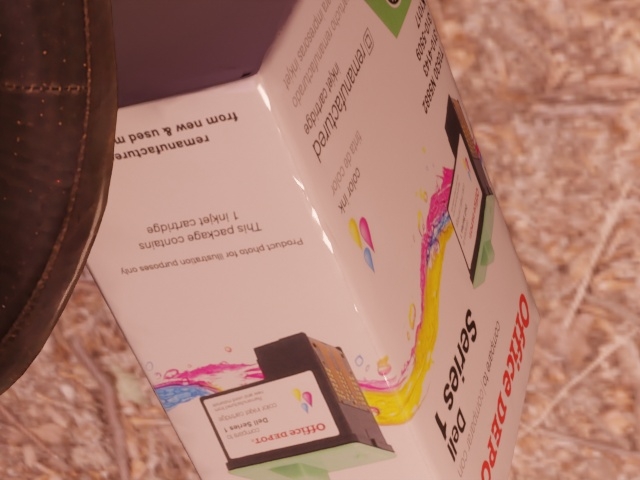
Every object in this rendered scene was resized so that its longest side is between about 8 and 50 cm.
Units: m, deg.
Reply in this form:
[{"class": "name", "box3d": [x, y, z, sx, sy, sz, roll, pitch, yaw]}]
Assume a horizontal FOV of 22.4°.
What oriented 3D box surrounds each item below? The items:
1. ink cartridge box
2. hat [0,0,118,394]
[{"class": "ink cartridge box", "box3d": [0.000, 0.000, 0.747, 0.117, 0.201, 0.278, -9, 123, 23]}, {"class": "hat", "box3d": [-0.210, -0.089, 0.615, 0.331, 0.134, 0.331, 2, 109, 7]}]
